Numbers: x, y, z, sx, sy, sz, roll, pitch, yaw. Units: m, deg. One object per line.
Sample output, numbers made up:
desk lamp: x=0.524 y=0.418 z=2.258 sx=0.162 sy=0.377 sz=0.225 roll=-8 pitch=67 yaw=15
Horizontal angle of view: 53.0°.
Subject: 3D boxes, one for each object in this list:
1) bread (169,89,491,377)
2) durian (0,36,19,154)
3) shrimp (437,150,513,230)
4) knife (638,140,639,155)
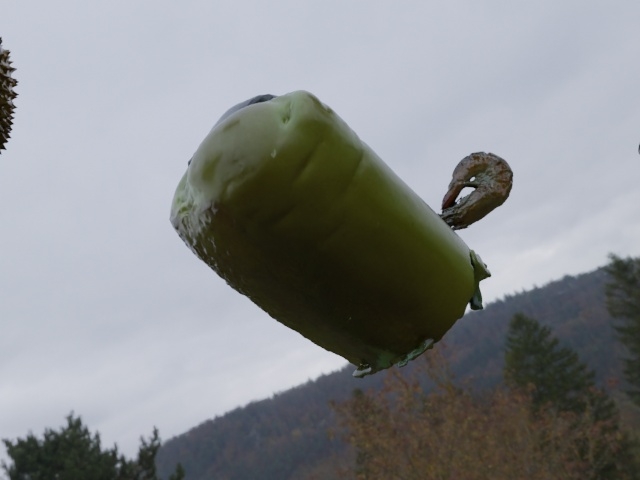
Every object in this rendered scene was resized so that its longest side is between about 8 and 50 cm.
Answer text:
bread: x=0.000 y=0.000 z=0.764 sx=0.376 sy=0.208 sz=0.251 roll=43 pitch=-30 yaw=-25
durian: x=-0.376 y=-0.141 z=0.618 sx=0.137 sy=0.158 sz=0.168 roll=-60 pitch=-15 yaw=-56
shrimp: x=0.246 y=-0.075 z=1.068 sx=0.190 sy=0.101 sz=0.042 roll=-42 pitch=-7 yaw=-17
knife: x=0.350 y=-0.051 z=0.549 sx=0.044 sy=0.162 sz=0.023 roll=-65 pitch=-8 yaw=24
